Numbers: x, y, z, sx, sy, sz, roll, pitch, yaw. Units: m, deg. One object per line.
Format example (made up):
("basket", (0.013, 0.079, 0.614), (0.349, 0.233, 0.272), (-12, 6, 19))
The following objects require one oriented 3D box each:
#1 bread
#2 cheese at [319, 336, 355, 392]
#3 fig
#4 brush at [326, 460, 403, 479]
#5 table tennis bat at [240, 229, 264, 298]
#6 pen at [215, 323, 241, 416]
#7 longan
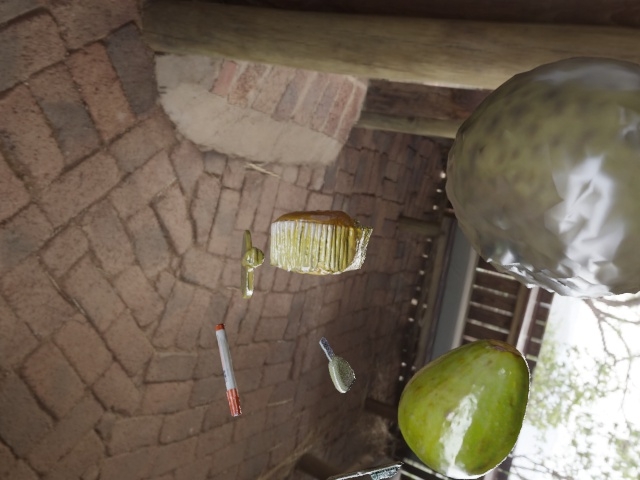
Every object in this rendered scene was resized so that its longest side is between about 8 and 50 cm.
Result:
("bread", (0.000, 0.000, 1.156), (0.250, 0.179, 0.133), (0, 93, -57))
("cheese", (0.050, 0.406, 1.783), (0.192, 0.037, 0.097), (62, 36, -11))
("fig", (0.329, 0.362, 1.192), (0.326, 0.258, 0.258), (-58, 160, 21))
("brush", (0.103, 0.547, 1.249), (0.034, 0.190, 0.027), (18, 54, -66))
("table tennis bat", (-0.198, 0.061, 1.491), (0.321, 0.050, 0.198), (150, -60, -76))
("pen", (-0.234, 0.325, 1.359), (0.028, 0.028, 0.239), (43, 27, -60))
("longan", (0.398, -0.086, 0.836), (0.391, 0.391, 0.391), (-38, 135, -51))
